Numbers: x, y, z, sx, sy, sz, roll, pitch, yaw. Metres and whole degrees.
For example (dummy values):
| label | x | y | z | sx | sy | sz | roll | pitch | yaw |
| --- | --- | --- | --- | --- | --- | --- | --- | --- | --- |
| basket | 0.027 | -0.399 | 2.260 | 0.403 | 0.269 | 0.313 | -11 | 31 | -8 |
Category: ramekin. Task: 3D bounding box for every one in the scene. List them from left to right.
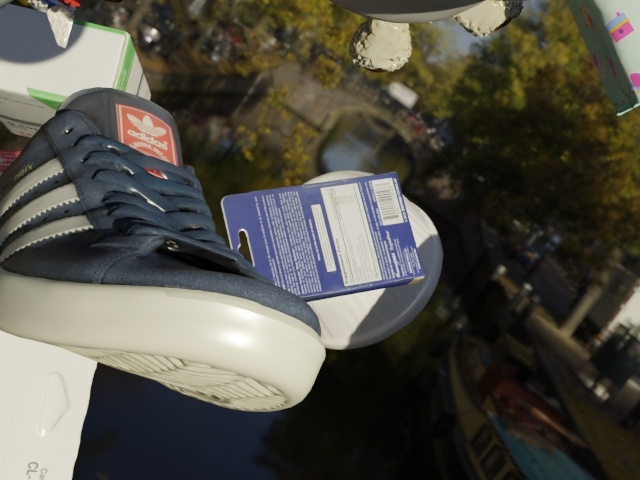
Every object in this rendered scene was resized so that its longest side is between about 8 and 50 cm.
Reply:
| label | x | y | z | sx | sy | sz | roll | pitch | yaw |
| --- | --- | --- | --- | --- | --- | --- | --- | --- | --- |
| ramekin | 0.033 | 0.017 | 1.426 | 0.273 | 0.273 | 0.127 | 44 | -5 | 43 |

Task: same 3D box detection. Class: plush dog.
| label | x | y | z | sx | sy | sz | roll | pitch | yaw |
| --- | --- | --- | --- | --- | --- | --- | --- | --- | --- |
| plush dog | 0.142 | -0.389 | 1.376 | 0.211 | 0.262 | 0.225 | 62 | 21 | -25 |

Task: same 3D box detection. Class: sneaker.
| label | x | y | z | sx | sy | sz | roll | pitch | yaw |
| --- | --- | --- | --- | --- | --- | --- | --- | --- | --- |
| sneaker | -0.103 | -0.011 | 0.506 | 0.131 | 0.148 | 0.350 | 27 | -11 | -33 |

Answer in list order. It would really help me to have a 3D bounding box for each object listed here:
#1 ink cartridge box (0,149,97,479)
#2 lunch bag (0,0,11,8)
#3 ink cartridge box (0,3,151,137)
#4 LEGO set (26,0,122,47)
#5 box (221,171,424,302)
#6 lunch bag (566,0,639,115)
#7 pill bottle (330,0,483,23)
| label | x | y | z | sx | sy | sz | roll | pitch | yaw |
| --- | --- | --- | --- | --- | --- | --- | --- | --- | --- |
| ink cartridge box | -0.297 | 0.070 | 0.955 | 0.131 | 0.226 | 0.306 | 9 | 24 | -18 |
| lunch bag | -0.196 | -0.246 | 0.457 | 0.224 | 0.108 | 0.279 | 47 | 31 | -34 |
| ink cartridge box | -0.376 | -0.226 | 1.407 | 0.211 | 0.121 | 0.289 | 12 | -9 | -1 |
| LEGO set | -0.259 | -0.207 | 0.681 | 0.244 | 0.060 | 0.182 | 19 | 0 | -13 |
| box | 0.000 | 0.000 | 1.119 | 0.225 | 0.136 | 0.036 | -8 | -14 | -22 |
| lunch bag | 0.458 | -0.307 | 1.188 | 0.160 | 0.262 | 0.223 | 3 | 63 | -85 |
| pill bottle | 0.101 | -0.203 | 0.333 | 0.204 | 0.204 | 0.361 | 32 | -14 | -16 |
